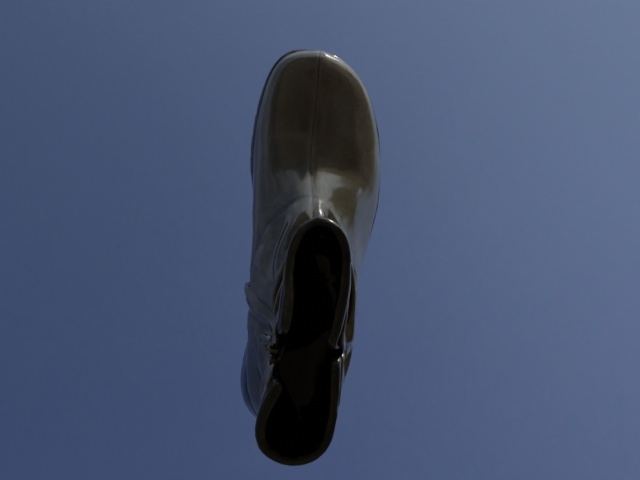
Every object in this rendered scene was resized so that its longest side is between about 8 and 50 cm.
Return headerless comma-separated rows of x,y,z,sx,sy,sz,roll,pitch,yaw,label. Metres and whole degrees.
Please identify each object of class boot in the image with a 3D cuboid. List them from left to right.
0.000,0.000,0.766,0.083,0.161,0.246,5,-94,-5,boot
